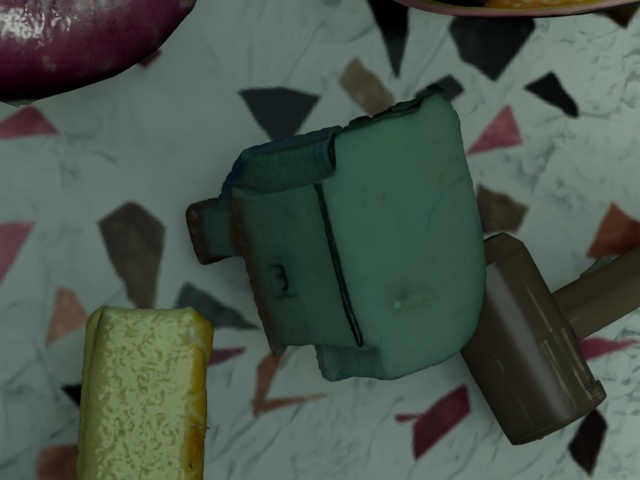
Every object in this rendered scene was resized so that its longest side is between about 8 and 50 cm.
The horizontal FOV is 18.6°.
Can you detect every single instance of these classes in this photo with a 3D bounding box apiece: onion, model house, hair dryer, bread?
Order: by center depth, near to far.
[{"bbox_3d":[-0.155,-0.165,1.036,0.207,0.200,0.201,-20,90,-45],"label":"onion"},{"bbox_3d":[-0.097,0.132,1.042,0.068,0.125,0.188,4,84,-5],"label":"bread"},{"bbox_3d":[0.000,0.000,1.088,0.119,0.148,0.148,-23,105,-43],"label":"model house"},{"bbox_3d":[0.161,0.030,1.145,0.181,0.064,0.117,-28,90,-21],"label":"hair dryer"}]

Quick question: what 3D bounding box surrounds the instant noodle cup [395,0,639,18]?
[{"bbox_3d":[0.127,-0.275,1.086,0.244,0.244,0.255,-2,78,-13],"label":"instant noodle cup"}]
